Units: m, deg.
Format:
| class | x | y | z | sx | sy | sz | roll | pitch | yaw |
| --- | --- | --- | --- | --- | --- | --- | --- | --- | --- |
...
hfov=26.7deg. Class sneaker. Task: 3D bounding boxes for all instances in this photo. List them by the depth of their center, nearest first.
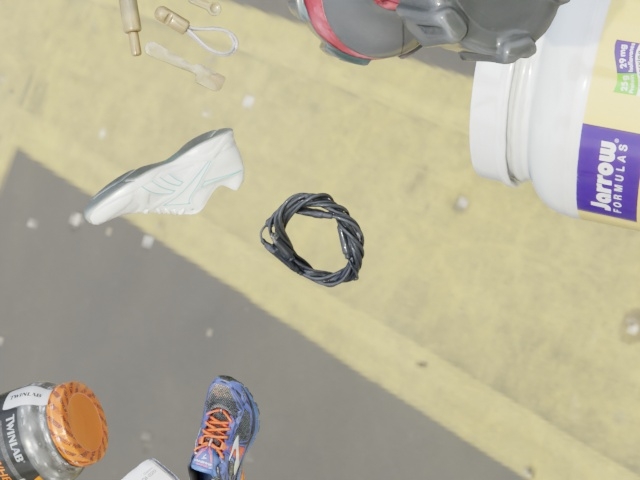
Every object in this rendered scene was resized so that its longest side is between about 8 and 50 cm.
| class | x | y | z | sx | sy | sz | roll | pitch | yaw |
| --- | --- | --- | --- | --- | --- | --- | --- | --- | --- |
| sneaker | -0.135 | -0.044 | 1.197 | 0.152 | 0.061 | 0.053 | -26 | 18 | -12 |
| sneaker | -0.144 | 0.298 | 1.918 | 0.083 | 0.087 | 0.221 | 13 | 107 | 23 |

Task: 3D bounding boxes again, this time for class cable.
| class | x | y | z | sx | sy | sz | roll | pitch | yaw |
| --- | --- | --- | --- | --- | --- | --- | --- | --- | --- |
| cable | 0.000 | 0.000 | 2.258 | 0.150 | 0.184 | 0.047 | -46 | 11 | 22 |

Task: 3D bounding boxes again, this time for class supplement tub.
| class | x | y | z | sx | sy | sz | roll | pitch | yaw |
| --- | --- | --- | --- | --- | --- | --- | --- | --- | --- |
| supplement tub | 0.311 | -0.118 | 1.115 | 0.331 | 0.241 | 0.241 | 13 | 83 | 19 |
| supplement tub | -0.335 | 0.223 | 1.468 | 0.190 | 0.117 | 0.117 | -21 | 56 | 18 |

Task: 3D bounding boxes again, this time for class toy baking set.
| class | x | y | z | sx | sy | sz | roll | pitch | yaw |
| --- | --- | --- | --- | --- | --- | --- | --- | --- | --- |
| toy baking set | -0.233 | -0.371 | 2.213 | 0.030 | 0.196 | 0.256 | 168 | 97 | -71 |

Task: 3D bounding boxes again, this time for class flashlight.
| class | x | y | z | sx | sy | sz | roll | pitch | yaw |
| --- | --- | --- | --- | --- | --- | --- | --- | --- | --- |
| flashlight | 0.053 | -0.140 | 0.744 | 0.103 | 0.103 | 0.304 | -65 | 15 | 6 |

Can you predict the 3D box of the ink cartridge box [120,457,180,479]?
| class | x | y | z | sx | sy | sz | roll | pitch | yaw |
| --- | --- | --- | --- | --- | --- | --- | --- | --- | --- |
| ink cartridge box | -0.292 | 0.469 | 2.128 | 0.092 | 0.158 | 0.218 | 35 | 144 | 25 |
